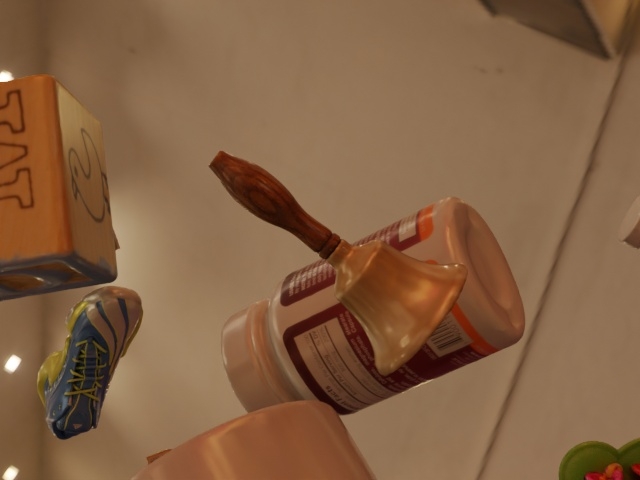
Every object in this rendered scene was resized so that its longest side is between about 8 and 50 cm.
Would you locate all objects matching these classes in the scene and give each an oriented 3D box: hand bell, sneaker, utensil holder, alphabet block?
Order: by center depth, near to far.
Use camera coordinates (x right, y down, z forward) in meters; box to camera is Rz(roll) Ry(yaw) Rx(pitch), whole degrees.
[{"bbox_3d":[0.000,0.000,1.006,0.126,0.242,0.126,-51,6,8],"label":"hand bell"},{"bbox_3d":[-0.031,0.411,1.170,0.327,0.385,0.327,-25,-25,-13],"label":"utensil holder"},{"bbox_3d":[-0.345,-0.047,1.215,0.192,0.193,0.197,69,-168,-79],"label":"alphabet block"},{"bbox_3d":[-0.280,0.164,1.382,0.091,0.126,0.240,9,-42,-29],"label":"sneaker"}]

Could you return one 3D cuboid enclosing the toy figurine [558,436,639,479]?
[{"bbox_3d":[0.332,0.268,1.089,0.159,0.173,0.130,-86,15,-82],"label":"toy figurine"}]

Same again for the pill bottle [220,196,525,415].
[{"bbox_3d":[0.068,0.116,1.579,0.392,0.224,0.224,-26,-8,23],"label":"pill bottle"}]

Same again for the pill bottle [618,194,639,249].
[{"bbox_3d":[0.328,0.006,0.982,0.067,0.120,0.067,-63,1,1],"label":"pill bottle"}]

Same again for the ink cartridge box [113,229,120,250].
[{"bbox_3d":[-0.402,-0.027,1.448,0.235,0.056,0.171,-22,-78,-17],"label":"ink cartridge box"}]

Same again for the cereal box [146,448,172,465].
[{"bbox_3d":[-0.194,0.455,1.731,0.047,0.240,0.173,-21,-24,7],"label":"cereal box"}]
